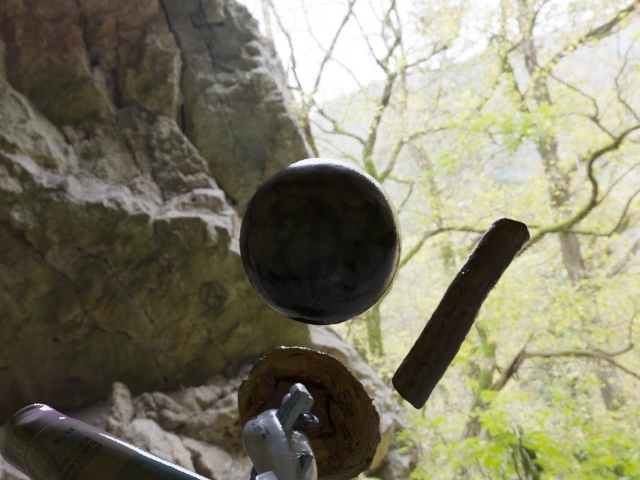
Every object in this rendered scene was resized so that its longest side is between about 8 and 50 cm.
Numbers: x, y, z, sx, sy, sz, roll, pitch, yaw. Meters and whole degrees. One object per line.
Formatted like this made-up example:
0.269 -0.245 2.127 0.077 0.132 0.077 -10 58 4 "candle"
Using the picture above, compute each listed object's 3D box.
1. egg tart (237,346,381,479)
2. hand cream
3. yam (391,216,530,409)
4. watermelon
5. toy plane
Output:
-0.018 0.381 1.381 0.352 0.351 0.150 -19 9 29 "egg tart"
-0.189 0.239 0.577 0.312 0.070 0.111 11 49 32 "hand cream"
0.235 0.117 1.038 0.356 0.081 0.081 -58 1 4 "yam"
0.000 0.000 0.778 0.212 0.212 0.212 -21 3 1 "watermelon"
-0.077 0.387 1.113 0.123 0.266 0.267 24 -11 -16 "toy plane"
